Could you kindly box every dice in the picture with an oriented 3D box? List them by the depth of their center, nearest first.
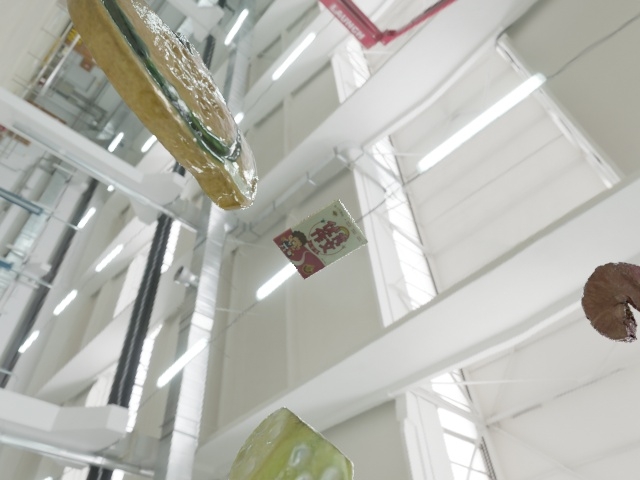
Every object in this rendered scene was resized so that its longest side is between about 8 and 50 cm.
[{"bbox_3d":[-0.054,0.431,0.914,0.169,0.169,0.166,-51,-169,-18],"label":"dice"}]

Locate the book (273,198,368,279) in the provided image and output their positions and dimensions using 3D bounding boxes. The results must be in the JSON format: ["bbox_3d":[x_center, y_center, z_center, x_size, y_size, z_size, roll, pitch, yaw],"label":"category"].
[{"bbox_3d":[0.000,0.000,1.432,0.232,0.162,0.022,-31,-159,16],"label":"book"}]

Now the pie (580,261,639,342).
[{"bbox_3d":[0.783,0.161,1.286,0.204,0.054,0.218,-126,-140,-54],"label":"pie"}]

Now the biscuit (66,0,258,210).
[{"bbox_3d":[-0.187,-0.209,0.672,0.057,0.343,0.287,-28,-148,11],"label":"biscuit"}]
